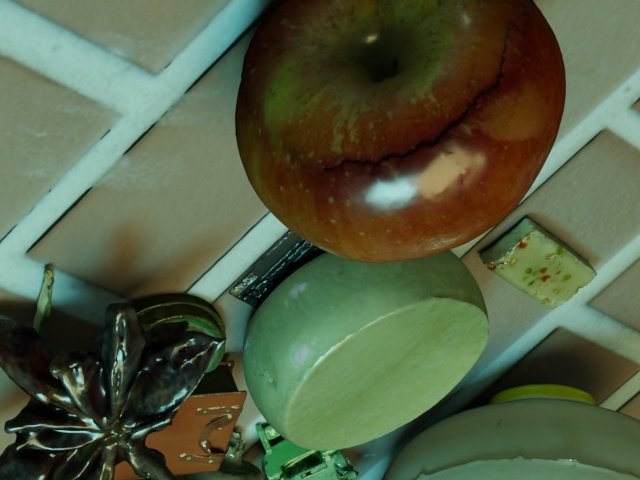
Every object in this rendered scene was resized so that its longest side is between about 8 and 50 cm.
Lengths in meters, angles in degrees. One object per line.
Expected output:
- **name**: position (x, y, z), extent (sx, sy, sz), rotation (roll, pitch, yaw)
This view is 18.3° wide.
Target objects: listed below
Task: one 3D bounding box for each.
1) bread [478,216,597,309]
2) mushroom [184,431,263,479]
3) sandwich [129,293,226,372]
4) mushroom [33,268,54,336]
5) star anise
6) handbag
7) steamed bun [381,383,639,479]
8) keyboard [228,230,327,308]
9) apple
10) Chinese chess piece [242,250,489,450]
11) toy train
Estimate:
- **bread**: position (0.229, 0.027, 2.066), extent (0.068, 0.028, 0.153), rotation (-41, 143, 13)
- **mushroom**: position (-0.098, 0.239, 2.076), extent (0.085, 0.085, 0.079), rotation (7, 102, -38)
- **sandwich**: position (-0.134, 0.085, 1.899), extent (0.067, 0.029, 0.135), rotation (-45, 140, 19)
- **mushroom**: position (-0.267, 0.126, 1.872), extent (0.026, 0.028, 0.286), rotation (22, 132, 5)
- **star anise**: position (-0.200, 0.155, 1.814), extent (0.212, 0.129, 0.283), rotation (-8, 127, -22)
- **handbag**: position (-0.175, 0.182, 1.962), extent (0.190, 0.063, 0.127), rotation (-3, 136, -26)
- **steamed bun**: position (0.240, 0.332, 2.180), extent (0.373, 0.334, 0.334), rotation (1, 143, 10)
- **keyboard**: position (0.001, 0.001, 1.899), extent (0.196, 0.015, 0.074), rotation (-44, 140, 19)
- **apple**: position (0.069, -0.103, 1.627), extent (0.272, 0.251, 0.206), rotation (-39, 144, -8)
- **Chinese chess piece**: position (0.044, 0.100, 1.957), extent (0.250, 0.101, 0.250), rotation (-22, 148, -15)
- **toy train**: position (-0.016, 0.250, 2.134), extent (0.099, 0.081, 0.149), rotation (-25, 149, -5)
